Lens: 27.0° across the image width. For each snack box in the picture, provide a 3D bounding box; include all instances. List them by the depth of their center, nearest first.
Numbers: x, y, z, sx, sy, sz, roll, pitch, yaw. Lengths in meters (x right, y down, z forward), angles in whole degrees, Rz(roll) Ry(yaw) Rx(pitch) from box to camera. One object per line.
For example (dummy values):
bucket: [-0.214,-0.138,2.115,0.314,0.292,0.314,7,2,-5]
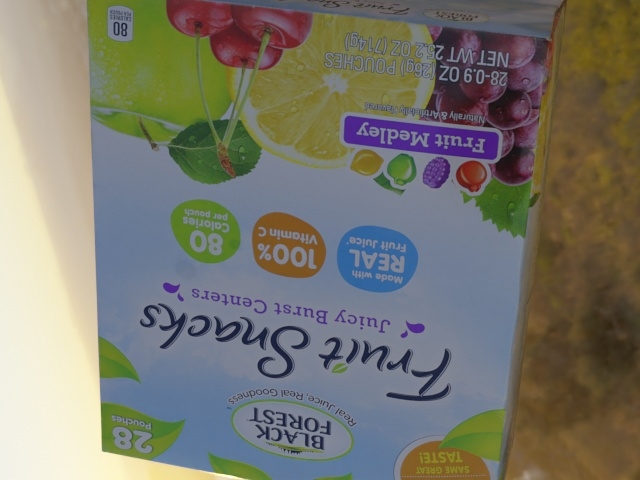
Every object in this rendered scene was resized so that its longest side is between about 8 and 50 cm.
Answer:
snack box: [0.000,0.000,0.539,0.070,0.174,0.207,-58,-27,-61]
